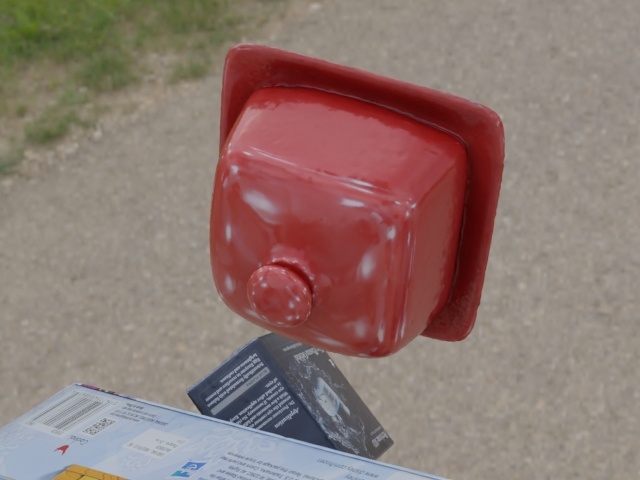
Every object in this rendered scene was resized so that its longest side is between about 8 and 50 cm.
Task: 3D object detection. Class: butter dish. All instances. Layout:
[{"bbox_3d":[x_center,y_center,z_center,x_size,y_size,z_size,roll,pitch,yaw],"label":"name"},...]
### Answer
[{"bbox_3d":[0.000,0.000,0.679,0.160,0.160,0.118,17,40,17],"label":"butter dish"}]

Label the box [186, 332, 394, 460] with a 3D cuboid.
[{"bbox_3d":[-0.025,0.171,1.257,0.158,0.093,0.156,53,14,7],"label":"box"}]

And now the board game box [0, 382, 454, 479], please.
[{"bbox_3d":[-0.140,0.173,0.476,0.318,0.066,0.319,-31,18,-30],"label":"board game box"}]
